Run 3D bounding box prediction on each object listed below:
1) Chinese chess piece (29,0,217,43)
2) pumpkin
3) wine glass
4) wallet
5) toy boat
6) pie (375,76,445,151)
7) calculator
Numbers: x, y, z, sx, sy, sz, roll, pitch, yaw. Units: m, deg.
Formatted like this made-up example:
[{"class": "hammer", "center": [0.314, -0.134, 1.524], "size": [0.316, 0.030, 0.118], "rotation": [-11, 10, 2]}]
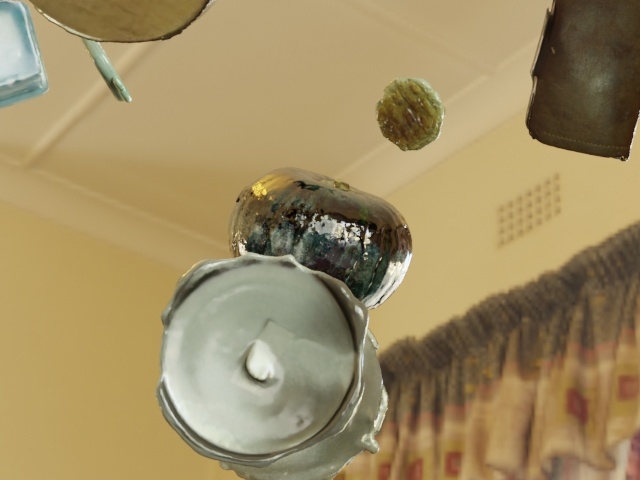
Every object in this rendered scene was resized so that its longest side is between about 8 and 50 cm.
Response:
[{"class": "Chinese chess piece", "center": [-0.195, -0.309, 1.133], "size": [0.250, 0.103, 0.250], "rotation": [6, -47, 6]}, {"class": "pumpkin", "center": [0.000, 0.000, 1.481], "size": [0.233, 0.163, 0.233], "rotation": [15, 7, -2]}, {"class": "wine glass", "center": [-0.024, 0.063, 0.583], "size": [0.122, 0.122, 0.183], "rotation": [3, -13, 3]}, {"class": "wallet", "center": [0.312, -0.214, 1.331], "size": [0.137, 0.031, 0.255], "rotation": [11, -55, 5]}, {"class": "toy boat", "center": [-0.332, -0.125, 0.890], "size": [0.238, 0.109, 0.098], "rotation": [-14, -4, -26]}, {"class": "pie", "center": [0.097, -0.136, 1.263], "size": [0.084, 0.020, 0.084], "rotation": [13, -64, 27]}, {"class": "calculator", "center": [-0.290, -0.235, 1.579], "size": [0.021, 0.153, 0.095], "rotation": [-31, -40, -4]}]
